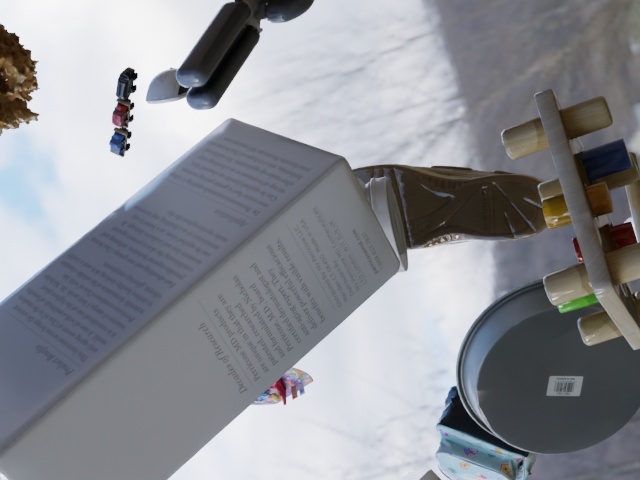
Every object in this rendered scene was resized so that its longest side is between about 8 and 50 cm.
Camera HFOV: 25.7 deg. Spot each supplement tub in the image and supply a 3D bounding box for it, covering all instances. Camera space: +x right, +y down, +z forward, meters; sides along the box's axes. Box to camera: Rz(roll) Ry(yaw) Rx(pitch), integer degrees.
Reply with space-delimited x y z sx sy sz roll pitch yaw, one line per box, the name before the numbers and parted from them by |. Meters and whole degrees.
supplement tub | 0.000 0.000 1.769 0.144 0.200 0.144 -12 -90 -80

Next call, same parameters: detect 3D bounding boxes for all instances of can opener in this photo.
can opener | -0.098 -0.279 1.847 0.280 0.093 0.074 -57 -42 -38

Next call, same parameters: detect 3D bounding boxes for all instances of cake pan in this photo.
cake pan | 0.342 0.189 2.007 0.054 0.293 0.293 -100 -13 -62

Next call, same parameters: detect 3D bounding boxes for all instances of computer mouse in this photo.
computer mouse | -0.216 -0.253 2.187 0.193 0.106 0.042 -50 -46 -66

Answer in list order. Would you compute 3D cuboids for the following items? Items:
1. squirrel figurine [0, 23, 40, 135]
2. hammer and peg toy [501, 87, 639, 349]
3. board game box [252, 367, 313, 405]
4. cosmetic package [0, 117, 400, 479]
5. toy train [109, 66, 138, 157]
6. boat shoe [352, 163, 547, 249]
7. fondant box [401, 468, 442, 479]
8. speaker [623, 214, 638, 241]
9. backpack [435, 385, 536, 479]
squirrel figurine | -0.502 -0.280 1.656 0.397 0.281 0.370 66 -164 -1
hammer and peg toy | 0.332 -0.008 1.669 0.361 0.127 0.266 39 -145 -62
board game box | -0.096 0.263 2.414 0.133 0.169 0.033 16 -126 -33
cosmetic package | -0.166 0.085 1.444 0.230 0.453 0.161 25 149 52
toy train | -0.307 -0.194 2.177 0.036 0.027 0.158 -47 -25 -51
boat shoe | 0.177 -0.047 2.015 0.110 0.341 0.121 -11 -75 -65
fondant box | 0.101 0.488 1.770 0.238 0.330 0.096 45 161 0
speaker | 0.452 -0.013 1.930 0.136 0.055 0.055 1 -107 -88
backpack | 0.273 0.337 2.297 0.188 0.166 0.144 59 -131 -66
